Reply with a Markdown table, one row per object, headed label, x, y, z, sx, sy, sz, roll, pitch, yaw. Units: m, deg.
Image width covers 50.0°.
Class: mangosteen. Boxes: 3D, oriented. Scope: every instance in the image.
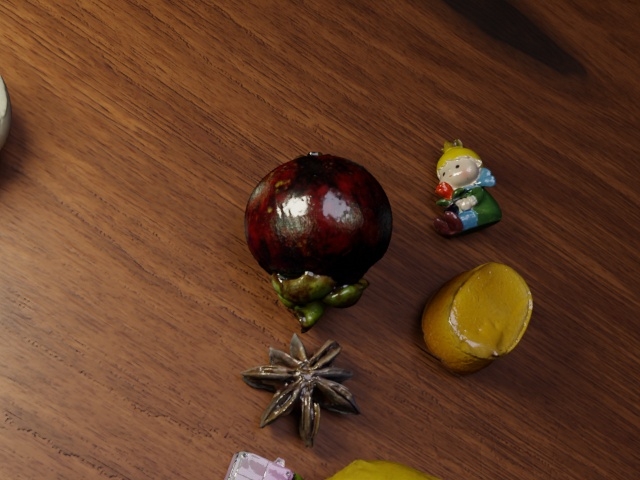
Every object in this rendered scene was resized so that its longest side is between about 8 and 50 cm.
| label | x | y | z | sx | sy | sz | roll | pitch | yaw |
| --- | --- | --- | --- | --- | --- | --- | --- | --- | --- |
| mangosteen | -0.005 | -0.017 | 1.328 | 0.311 | 0.311 | 0.311 | 11 | 59 | -20 |

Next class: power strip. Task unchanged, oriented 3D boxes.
| label | x | y | z | sx | sy | sz | roll | pitch | yaw |
| --- | --- | --- | --- | --- | --- | --- | --- | --- | --- |
| power strip | -0.135 | 0.487 | 1.132 | 0.109 | 0.037 | 0.279 | 27 | 56 | -10 |

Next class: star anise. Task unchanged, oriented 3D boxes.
| label | x | y | z | sx | sy | sz | roll | pitch | yaw |
| --- | --- | --- | --- | --- | --- | --- | --- | --- | --- |
| star anise | -0.025 | 0.267 | 1.278 | 0.229 | 0.093 | 0.236 | 33 | 52 | 2 |

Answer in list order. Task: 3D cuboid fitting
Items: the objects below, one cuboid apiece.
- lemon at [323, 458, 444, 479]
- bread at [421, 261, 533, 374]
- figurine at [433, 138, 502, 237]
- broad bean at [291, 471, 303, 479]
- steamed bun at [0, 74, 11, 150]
| label | x | y | z | sx | sy | sz | roll | pitch | yaw |
| --- | --- | --- | --- | --- | --- | --- | --- | --- | --- |
| lemon | 0.114 | 0.481 | 1.129 | 0.288 | 0.233 | 0.233 | 25 | 52 | 19 |
| bread | 0.334 | 0.163 | 1.467 | 0.195 | 0.142 | 0.270 | 47 | 56 | 2 |
| figurine | 0.325 | -0.130 | 1.646 | 0.185 | 0.127 | 0.234 | -16 | 81 | -23 |
| broad bean | -0.032 | 0.500 | 1.170 | 0.061 | 0.046 | 0.195 | 18 | 59 | -19 |
| steamed bun | -0.683 | -0.217 | 1.170 | 0.283 | 0.177 | 0.283 | 13 | 62 | -25 |
